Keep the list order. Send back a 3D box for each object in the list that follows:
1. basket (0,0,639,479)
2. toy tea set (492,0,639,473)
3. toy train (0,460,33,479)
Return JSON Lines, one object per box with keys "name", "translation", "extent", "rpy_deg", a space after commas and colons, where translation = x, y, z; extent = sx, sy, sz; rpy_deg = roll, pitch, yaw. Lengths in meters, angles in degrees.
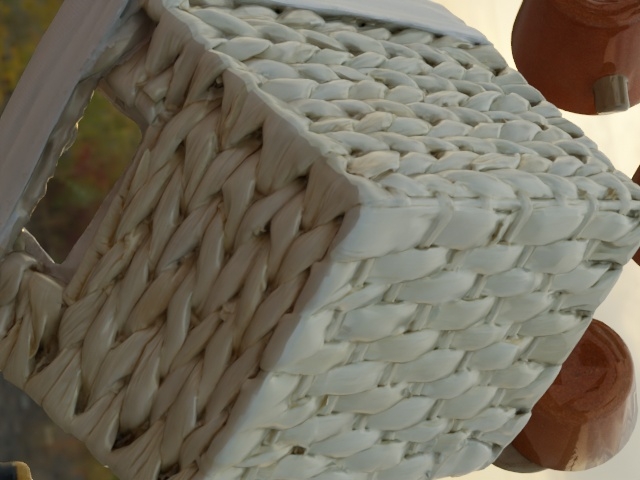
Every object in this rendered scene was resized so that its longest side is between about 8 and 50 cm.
{"name": "basket", "translation": [0.000, 0.000, 0.507], "extent": [0.103, 0.167, 0.113], "rpy_deg": [41, -67, 27]}
{"name": "toy tea set", "translation": [0.154, -0.027, 1.046], "extent": [0.336, 0.200, 0.124], "rpy_deg": [-56, 165, -20]}
{"name": "toy train", "translation": [-0.165, 0.235, 0.744], "extent": [0.142, 0.190, 0.334], "rpy_deg": [153, -63, -63]}
